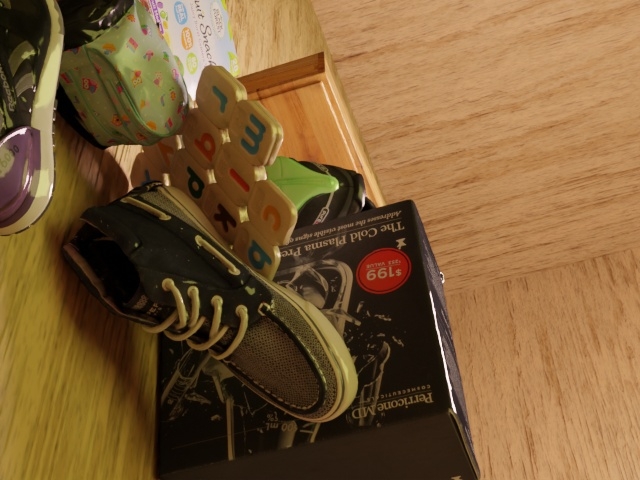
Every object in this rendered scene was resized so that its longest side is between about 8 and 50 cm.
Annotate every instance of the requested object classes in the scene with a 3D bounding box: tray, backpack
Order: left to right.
[{"bbox_3d":[-0.229,-0.186,1.138,0.152,0.115,0.182,-55,135,-39],"label":"backpack"},{"bbox_3d":[-0.022,-0.152,1.980,0.076,0.203,0.411,-93,163,-46],"label":"tray"}]

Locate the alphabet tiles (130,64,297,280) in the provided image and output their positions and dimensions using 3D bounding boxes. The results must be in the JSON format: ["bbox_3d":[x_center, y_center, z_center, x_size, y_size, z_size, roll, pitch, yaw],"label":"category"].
[{"bbox_3d":[-0.130,-0.053,1.199,0.021,0.284,0.278,-11,46,-42],"label":"alphabet tiles"}]

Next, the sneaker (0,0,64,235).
[{"bbox_3d":[-0.297,-0.155,0.892,0.124,0.107,0.283,40,36,-61],"label":"sneaker"}]

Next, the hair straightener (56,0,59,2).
[{"bbox_3d":[-0.309,-0.320,1.231,0.089,0.047,0.230,12,59,-78],"label":"hair straightener"}]

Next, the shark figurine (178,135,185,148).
[{"bbox_3d":[-0.146,-0.100,1.542,0.278,0.116,0.166,37,40,-69],"label":"shark figurine"}]

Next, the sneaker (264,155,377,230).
[{"bbox_3d":[0.000,0.000,1.750,0.483,0.202,0.185,90,0,-76],"label":"sneaker"}]

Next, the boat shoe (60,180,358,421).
[{"bbox_3d":[-0.123,0.080,1.076,0.340,0.127,0.158,41,26,14],"label":"boat shoe"}]

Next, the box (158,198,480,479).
[{"bbox_3d":[-0.007,0.155,1.266,0.179,0.343,0.312,63,15,-49],"label":"box"}]

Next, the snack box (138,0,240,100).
[{"bbox_3d":[-0.201,-0.275,1.373,0.207,0.070,0.174,-46,131,-52],"label":"snack box"}]
